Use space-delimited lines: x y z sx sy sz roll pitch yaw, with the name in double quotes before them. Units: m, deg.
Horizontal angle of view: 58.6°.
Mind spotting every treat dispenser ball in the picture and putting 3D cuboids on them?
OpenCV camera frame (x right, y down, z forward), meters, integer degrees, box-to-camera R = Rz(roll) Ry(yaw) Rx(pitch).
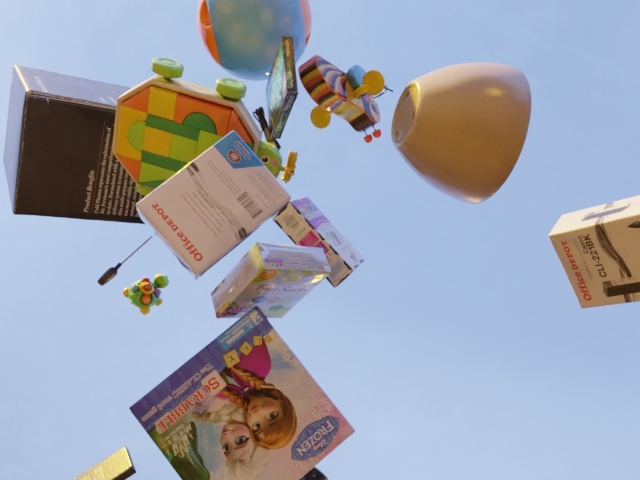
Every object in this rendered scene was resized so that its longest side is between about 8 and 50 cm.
"treat dispenser ball" -0.164 -0.551 1.438 0.288 0.288 0.288 11 -53 15

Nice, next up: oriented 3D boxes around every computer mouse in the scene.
"computer mouse" -0.162 -0.237 1.326 0.193 0.042 0.106 -11 -66 53

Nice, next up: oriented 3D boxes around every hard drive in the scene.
"hard drive" -0.489 0.533 1.288 0.094 0.135 0.022 24 -39 58

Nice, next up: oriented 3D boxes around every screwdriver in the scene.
"screwdriver" -0.471 0.044 1.376 0.025 0.170 0.024 40 -8 21

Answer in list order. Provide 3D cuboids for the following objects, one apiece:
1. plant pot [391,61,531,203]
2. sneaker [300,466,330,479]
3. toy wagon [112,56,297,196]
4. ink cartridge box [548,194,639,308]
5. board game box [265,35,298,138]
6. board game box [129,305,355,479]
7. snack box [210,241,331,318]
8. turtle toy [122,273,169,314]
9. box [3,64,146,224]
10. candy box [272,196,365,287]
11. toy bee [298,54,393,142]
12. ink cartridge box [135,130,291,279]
"plant pot" 0.254 -0.231 1.145 0.190 0.284 0.284 12 -50 -14
"sneaker" 0.023 0.611 1.186 0.330 0.129 0.147 50 -15 19
"toy wagon" -0.213 -0.178 1.080 0.344 0.068 0.267 16 -59 -4
"ink cartridge box" 0.659 0.020 1.208 0.272 0.114 0.197 -18 -76 48
"board game box" -0.082 -0.308 1.173 0.026 0.126 0.186 -1 -18 -16
"board game box" -0.152 0.351 1.130 0.318 0.318 0.066 50 -7 6
"snack box" -0.108 0.091 1.211 0.174 0.070 0.207 5 -39 -39
"turtle toy" -0.475 0.138 1.579 0.095 0.130 0.066 42 -49 7
"box" -0.569 -0.256 1.539 0.471 0.480 0.298 6 -72 -33
"candy box" 0.000 0.000 1.462 0.071 0.159 0.233 -45 -96 17
"toy bee" 0.086 -0.311 1.290 0.195 0.298 0.162 -38 -116 55
"ink cartridge box" -0.164 -0.053 0.883 0.140 0.190 0.082 49 -16 -2
